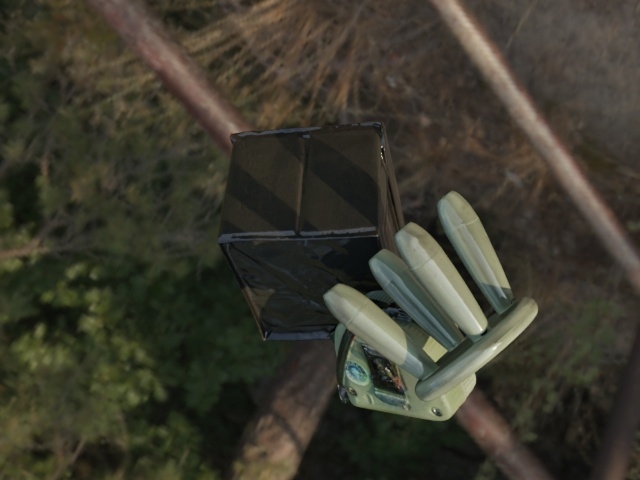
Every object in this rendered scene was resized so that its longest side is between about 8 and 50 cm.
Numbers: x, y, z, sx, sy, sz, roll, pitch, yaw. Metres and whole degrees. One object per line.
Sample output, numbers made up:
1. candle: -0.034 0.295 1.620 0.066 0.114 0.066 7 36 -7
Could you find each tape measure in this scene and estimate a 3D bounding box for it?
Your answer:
1. tape measure: 0.097 0.171 1.696 0.235 0.115 0.207 3 129 42

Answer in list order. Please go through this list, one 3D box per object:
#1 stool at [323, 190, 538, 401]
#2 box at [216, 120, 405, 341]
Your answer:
1. stool: 0.149 0.076 1.461 0.199 0.195 0.195 51 124 6
2. box: 0.000 -0.001 1.797 0.251 0.204 0.345 -2 148 12
